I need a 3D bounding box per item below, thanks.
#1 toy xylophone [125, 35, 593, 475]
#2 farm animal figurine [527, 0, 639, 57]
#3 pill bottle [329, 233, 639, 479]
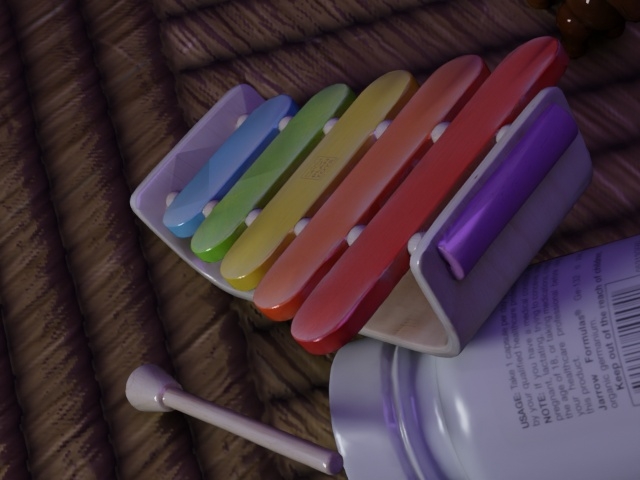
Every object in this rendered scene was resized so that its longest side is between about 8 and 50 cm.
[{"bbox_3d":[0.000,0.000,0.685,0.323,0.081,0.236,0,48,51],"label":"toy xylophone"},{"bbox_3d":[0.298,-0.250,0.806,0.330,0.172,0.327,1,64,5],"label":"farm animal figurine"},{"bbox_3d":[0.128,0.075,0.655,0.229,0.131,0.131,-17,61,22],"label":"pill bottle"}]
